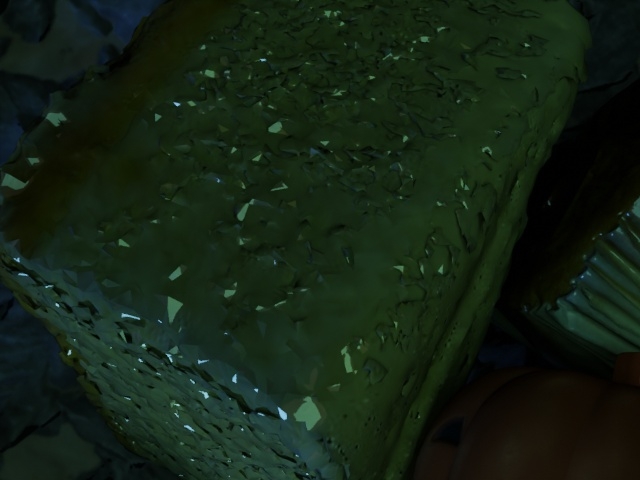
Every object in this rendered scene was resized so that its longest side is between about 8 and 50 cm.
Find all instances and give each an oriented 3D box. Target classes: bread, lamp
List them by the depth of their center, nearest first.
[{"bbox_3d":[0.137,0.133,0.555,0.188,0.187,0.163,17,82,-8],"label":"lamp"},{"bbox_3d":[0.000,0.000,0.670,0.248,0.279,0.315,27,55,27],"label":"bread"},{"bbox_3d":[0.185,-0.010,0.681,0.110,0.210,0.192,37,86,-3],"label":"bread"}]
